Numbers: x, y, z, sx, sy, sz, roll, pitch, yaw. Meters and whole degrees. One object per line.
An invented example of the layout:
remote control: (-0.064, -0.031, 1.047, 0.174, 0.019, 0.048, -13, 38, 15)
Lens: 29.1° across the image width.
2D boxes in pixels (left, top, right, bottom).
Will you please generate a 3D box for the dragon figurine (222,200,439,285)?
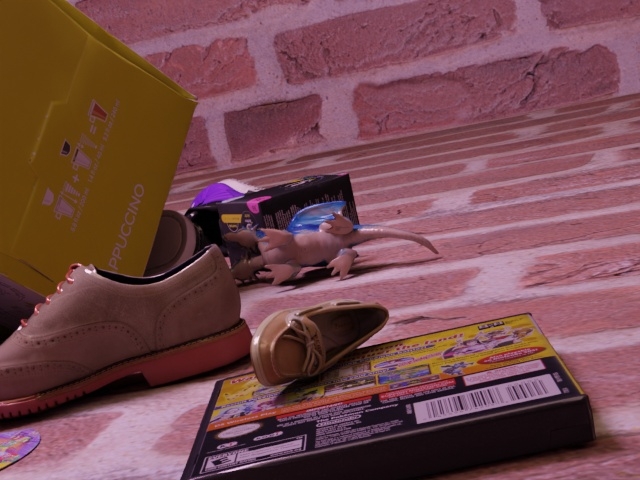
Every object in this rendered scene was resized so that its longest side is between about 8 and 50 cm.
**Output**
dragon figurine: (0.000, 0.000, 1.581, 0.289, 0.085, 0.144, -13, 9, 5)

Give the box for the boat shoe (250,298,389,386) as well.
boat shoe: (0.000, 0.077, 0.983, 0.048, 0.056, 0.153, -13, 0, 33)

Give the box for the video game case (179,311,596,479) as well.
video game case: (0.045, 0.123, 0.918, 0.274, 0.035, 0.248, -13, 9, 3)

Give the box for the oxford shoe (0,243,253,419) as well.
oxford shoe: (-0.247, 0.089, 1.212, 0.348, 0.130, 0.123, -14, 9, -10)

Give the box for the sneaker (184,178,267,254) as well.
sneaker: (-0.172, -0.032, 1.958, 0.146, 0.102, 0.293, -18, 10, -27)

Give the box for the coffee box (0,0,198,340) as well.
coffee box: (-0.410, -0.091, 1.495, 0.334, 0.338, 0.338, -5, -29, 40)

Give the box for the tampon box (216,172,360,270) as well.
tampon box: (-0.044, -0.027, 1.756, 0.161, 0.102, 0.120, -18, 10, -33)

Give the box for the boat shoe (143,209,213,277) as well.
boat shoe: (-0.286, 0.033, 1.702, 0.340, 0.127, 0.113, -16, -23, 29)

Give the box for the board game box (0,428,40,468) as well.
board game box: (-0.332, 0.180, 1.073, 0.168, 0.033, 0.133, -11, 9, 13)
